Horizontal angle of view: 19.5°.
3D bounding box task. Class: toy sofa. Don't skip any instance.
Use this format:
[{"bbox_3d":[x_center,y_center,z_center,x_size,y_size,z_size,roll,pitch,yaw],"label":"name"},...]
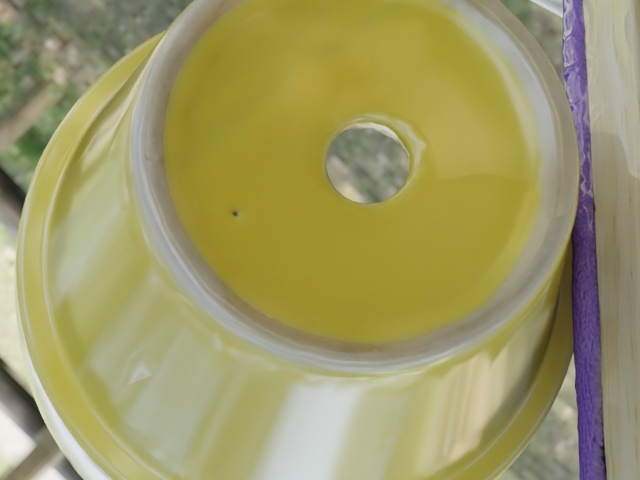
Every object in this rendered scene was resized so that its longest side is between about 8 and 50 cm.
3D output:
[{"bbox_3d":[0.160,0.015,0.856,0.150,0.362,0.177,24,139,-26],"label":"toy sofa"}]

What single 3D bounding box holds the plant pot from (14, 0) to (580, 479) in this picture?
[{"bbox_3d":[0.000,0.000,0.771,0.254,0.254,0.239,41,164,4],"label":"plant pot"}]
